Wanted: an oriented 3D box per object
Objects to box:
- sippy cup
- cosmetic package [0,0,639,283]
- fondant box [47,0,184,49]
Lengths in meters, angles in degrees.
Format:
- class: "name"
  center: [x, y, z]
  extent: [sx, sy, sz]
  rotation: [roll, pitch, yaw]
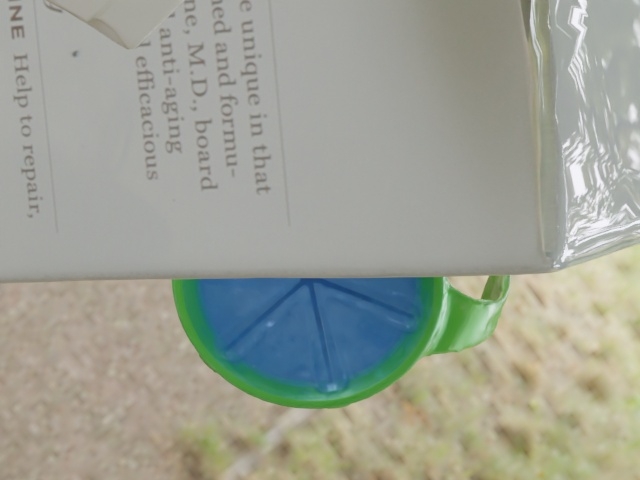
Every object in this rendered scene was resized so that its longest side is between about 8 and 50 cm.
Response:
- class: "sippy cup"
  center: [0.000, 0.000, 1.689]
  extent: [0.305, 0.240, 0.224]
  rotation: [52, 17, -12]
- class: "cosmetic package"
  center: [0.012, -0.155, 1.060]
  extent: [0.329, 0.393, 0.327]
  rotation: [-12, 99, -58]
- class: "fondant box"
  center: [0.006, -0.245, 0.536]
  extent: [0.096, 0.238, 0.330]
  rotation: [31, 44, -23]
